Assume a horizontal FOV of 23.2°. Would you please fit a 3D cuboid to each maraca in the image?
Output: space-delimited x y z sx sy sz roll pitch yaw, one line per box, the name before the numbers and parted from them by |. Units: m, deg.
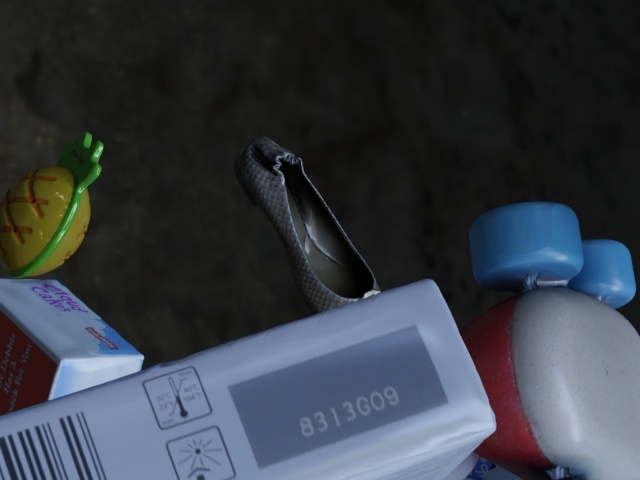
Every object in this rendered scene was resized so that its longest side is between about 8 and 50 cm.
maraca | -0.307 -0.039 1.774 0.099 0.127 0.185 32 92 -37

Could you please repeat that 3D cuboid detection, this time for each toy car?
toy car | 0.095 0.118 1.057 0.210 0.238 0.219 24 57 -58

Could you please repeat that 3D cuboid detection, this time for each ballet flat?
ballet flat | 0.000 0.000 1.577 0.084 0.058 0.250 -28 84 -47

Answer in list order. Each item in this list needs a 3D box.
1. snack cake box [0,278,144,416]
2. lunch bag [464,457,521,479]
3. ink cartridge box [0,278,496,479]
snack cake box | -0.265 0.183 1.389 0.089 0.152 0.264 1 115 -42
lunch bag | 0.214 0.181 1.560 0.303 0.243 0.115 6 94 -48
ink cartridge box | -0.102 0.163 0.855 0.308 0.385 0.091 -18 73 -17
